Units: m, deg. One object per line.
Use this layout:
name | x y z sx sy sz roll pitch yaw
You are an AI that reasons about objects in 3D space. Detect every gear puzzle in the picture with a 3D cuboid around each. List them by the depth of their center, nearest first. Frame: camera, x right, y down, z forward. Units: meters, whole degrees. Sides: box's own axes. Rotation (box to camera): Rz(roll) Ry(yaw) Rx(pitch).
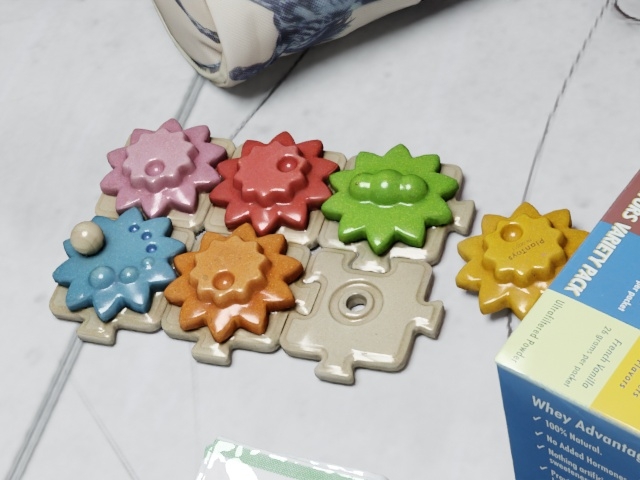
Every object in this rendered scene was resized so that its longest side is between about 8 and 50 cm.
gear puzzle | 0.000 0.000 0.939 0.339 0.044 0.175 8 54 19

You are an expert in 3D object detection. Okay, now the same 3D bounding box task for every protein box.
protein box | 0.206 0.104 0.704 0.200 0.201 0.136 26 62 30

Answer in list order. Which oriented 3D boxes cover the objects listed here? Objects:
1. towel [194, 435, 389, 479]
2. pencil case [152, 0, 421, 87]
towel | -0.036 0.181 0.817 0.113 0.023 0.152 9 55 21
pencil case | 0.058 -0.258 1.057 0.410 0.160 0.183 -26 60 -8
